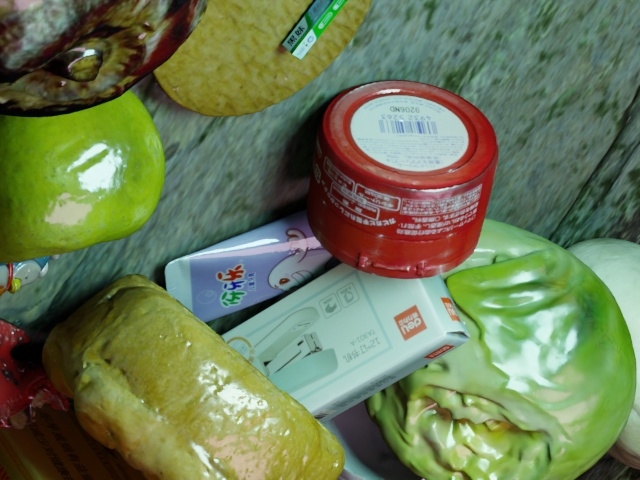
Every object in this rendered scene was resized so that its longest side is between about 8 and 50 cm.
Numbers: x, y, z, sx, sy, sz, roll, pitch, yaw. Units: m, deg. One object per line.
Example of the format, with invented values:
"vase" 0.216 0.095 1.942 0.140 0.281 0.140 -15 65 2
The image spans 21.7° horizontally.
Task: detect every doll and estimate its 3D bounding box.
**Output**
"doll" -0.310 0.023 1.525 0.152 0.085 0.114 -18 159 -46

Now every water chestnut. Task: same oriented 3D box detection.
"water chestnut" -0.224 -0.235 1.216 0.300 0.300 0.300 -26 142 -22

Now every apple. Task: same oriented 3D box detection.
"apple" -0.231 -0.065 1.420 0.196 0.196 0.156 -10 100 -38

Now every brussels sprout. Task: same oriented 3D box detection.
"brussels sprout" 0.204 0.130 1.915 0.344 0.344 0.268 -22 172 -26

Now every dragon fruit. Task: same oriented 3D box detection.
"dragon fruit" -0.336 0.131 1.648 0.092 0.122 0.192 -16 166 36

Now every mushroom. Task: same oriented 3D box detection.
"mushroom" 0.371 0.144 2.165 0.315 0.356 0.315 -9 102 -50

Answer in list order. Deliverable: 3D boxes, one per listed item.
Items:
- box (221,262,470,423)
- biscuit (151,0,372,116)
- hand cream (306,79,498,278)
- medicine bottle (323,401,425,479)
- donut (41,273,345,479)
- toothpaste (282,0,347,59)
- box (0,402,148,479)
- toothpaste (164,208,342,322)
"box" 0.018 0.107 1.817 0.269 0.135 0.079 -31 161 19
"biscuit" -0.055 -0.227 1.542 0.262 0.037 0.262 -25 142 -22
"hand cream" 0.084 -0.065 1.718 0.193 0.193 0.125 -20 141 -29
"medicine bottle" 0.093 0.329 2.145 0.190 0.190 0.332 -26 142 -22
"donut" -0.126 0.170 1.666 0.150 0.299 0.317 -51 138 -4
"toothpaste" -0.002 -0.208 1.564 0.083 0.020 0.017 -51 142 12
"box" -0.228 0.254 1.767 0.274 0.174 0.076 11 121 -49
"toothpaste" 0.000 0.000 1.824 0.371 0.080 0.125 -20 144 -17
